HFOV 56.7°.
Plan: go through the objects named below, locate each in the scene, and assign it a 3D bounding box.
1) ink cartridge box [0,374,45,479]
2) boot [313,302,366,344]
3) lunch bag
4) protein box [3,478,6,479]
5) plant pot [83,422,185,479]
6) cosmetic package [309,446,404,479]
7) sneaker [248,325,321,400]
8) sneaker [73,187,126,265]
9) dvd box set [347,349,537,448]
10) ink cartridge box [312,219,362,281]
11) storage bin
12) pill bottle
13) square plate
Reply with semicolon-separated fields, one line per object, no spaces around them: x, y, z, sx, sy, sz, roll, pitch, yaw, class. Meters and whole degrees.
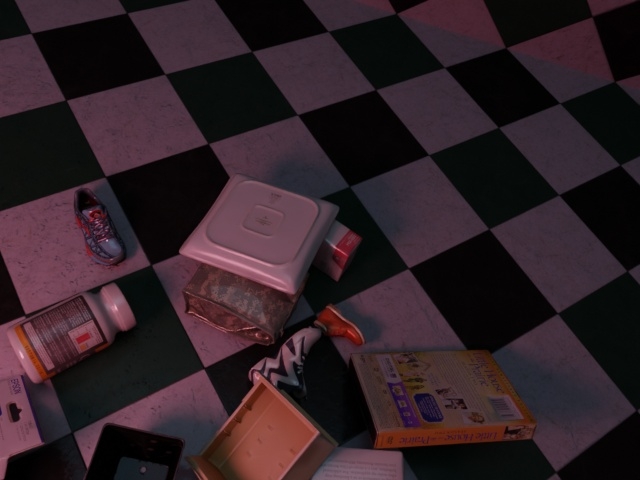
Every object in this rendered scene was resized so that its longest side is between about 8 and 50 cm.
-0.793;0.435;1.300;0.307;0.072;0.304;-9;23;-32;ink cartridge box
0.055;0.260;1.702;0.158;0.059;0.085;38;61;22;boot
-0.198;0.143;1.653;0.287;0.169;0.235;23;55;9;lunch bag
-0.796;0.610;1.250;0.200;0.136;0.201;-2;59;-13;protein box
-0.422;0.546;1.351;0.188;0.167;0.187;13;57;-3;plant pot
0.069;0.720;1.347;0.230;0.161;0.453;7;56;-6;cosmetic package
-0.060;0.348;1.597;0.235;0.094;0.153;-33;71;-27;sneaker
-0.645;-0.042;1.699;0.104;0.125;0.262;-28;68;-25;sneaker
0.308;0.407;1.573;0.421;0.062;0.307;0;28;-12;dvd box set
0.000;0.000;1.788;0.218;0.158;0.092;33;57;9;ink cartridge box
-0.142;0.483;1.378;0.260;0.123;0.262;33;80;40;storage bin
-0.627;0.227;1.510;0.278;0.162;0.162;-28;68;-25;pill bottle
-0.163;-0.043;1.658;0.347;0.049;0.344;19;53;11;square plate
